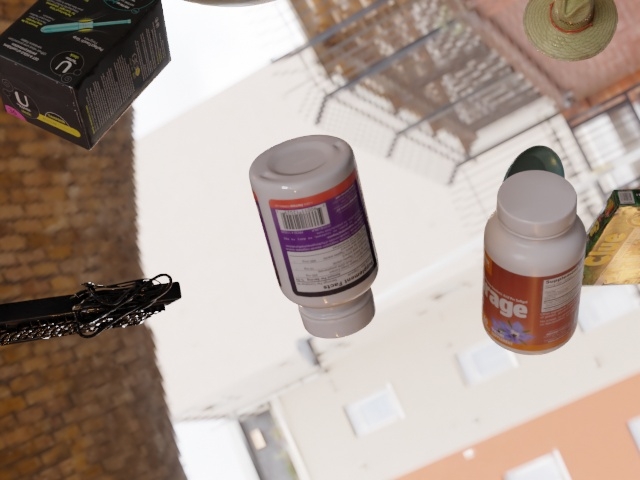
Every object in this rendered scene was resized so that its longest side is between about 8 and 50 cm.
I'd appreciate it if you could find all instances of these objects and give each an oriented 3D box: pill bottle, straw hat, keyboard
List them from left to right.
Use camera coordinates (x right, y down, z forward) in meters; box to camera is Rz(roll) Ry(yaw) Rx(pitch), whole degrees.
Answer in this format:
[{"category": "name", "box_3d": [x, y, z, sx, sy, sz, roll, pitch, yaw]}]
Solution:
[{"category": "keyboard", "box_3d": [-0.184, 0.066, 0.958, 0.192, 0.100, 0.038, -8, -112, -51]}, {"category": "pill bottle", "box_3d": [0.000, 0.000, 1.264, 0.108, 0.108, 0.194, -84, -17, -58]}, {"category": "pill bottle", "box_3d": [0.254, 0.026, 1.494, 0.121, 0.121, 0.216, -96, 0, -47]}, {"category": "straw hat", "box_3d": [0.362, -0.334, 1.789, 0.061, 0.144, 0.145, 84, 168, -66]}]

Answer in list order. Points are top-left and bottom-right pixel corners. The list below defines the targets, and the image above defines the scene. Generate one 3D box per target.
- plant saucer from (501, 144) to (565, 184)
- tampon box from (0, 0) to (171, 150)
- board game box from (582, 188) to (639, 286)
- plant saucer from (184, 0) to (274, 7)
[{"category": "plant saucer", "box_3d": [0.276, -0.068, 1.652, 0.021, 0.119, 0.119, 18, 156, 51]}, {"category": "tampon box", "box_3d": [-0.260, -0.202, 1.363, 0.161, 0.120, 0.101, -53, -23, -30]}, {"category": "board game box", "box_3d": [0.437, -0.001, 1.758, 0.260, 0.136, 0.030, 103, 165, -62]}, {"category": "plant saucer", "box_3d": [-0.113, -0.458, 1.817, 0.400, 0.400, 0.101, 38, -146, -51]}]
